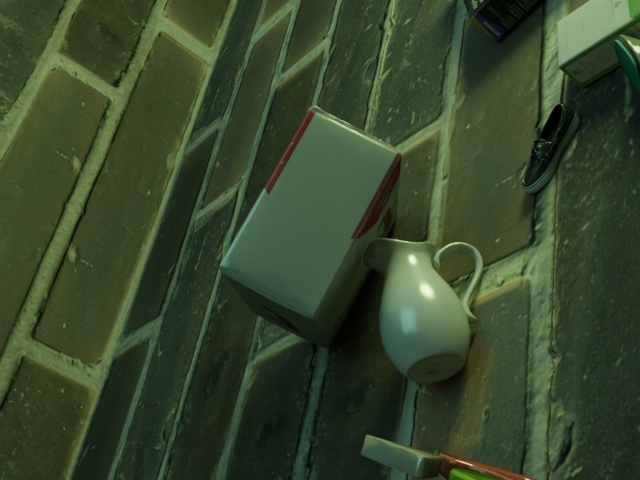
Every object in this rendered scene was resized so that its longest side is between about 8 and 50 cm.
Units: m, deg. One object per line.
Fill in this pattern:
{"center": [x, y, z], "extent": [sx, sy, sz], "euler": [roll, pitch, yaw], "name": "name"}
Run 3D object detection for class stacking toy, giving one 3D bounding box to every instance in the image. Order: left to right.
{"center": [0.191, 0.301, 0.889], "extent": [0.309, 0.279, 0.130], "euler": [3, 75, 60], "name": "stacking toy"}

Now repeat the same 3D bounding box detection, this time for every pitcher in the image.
{"center": [0.166, 0.092, 1.333], "extent": [0.125, 0.177, 0.207], "euler": [87, 173, -53], "name": "pitcher"}

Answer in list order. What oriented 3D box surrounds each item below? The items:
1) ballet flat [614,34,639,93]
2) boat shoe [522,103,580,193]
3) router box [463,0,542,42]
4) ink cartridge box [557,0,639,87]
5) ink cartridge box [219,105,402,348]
{"center": [0.456, -0.217, 1.239], "extent": [0.068, 0.072, 0.213], "euler": [-18, 39, 13], "name": "ballet flat"}
{"center": [0.335, -0.138, 1.373], "extent": [0.142, 0.040, 0.049], "euler": [-59, 26, -4], "name": "boat shoe"}
{"center": [0.367, -0.544, 1.721], "extent": [0.243, 0.081, 0.309], "euler": [-43, 29, 28], "name": "router box"}
{"center": [0.449, -0.326, 1.355], "extent": [0.209, 0.062, 0.109], "euler": [-32, 36, 41], "name": "ink cartridge box"}
{"center": [0.000, 0.000, 1.469], "extent": [0.279, 0.160, 0.385], "euler": [-62, -9, -10], "name": "ink cartridge box"}
